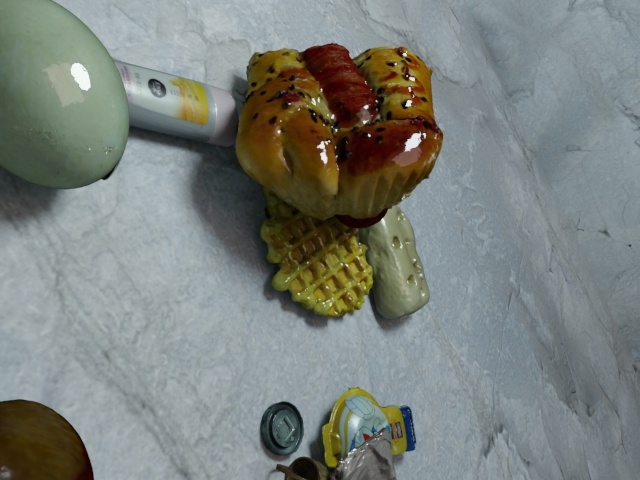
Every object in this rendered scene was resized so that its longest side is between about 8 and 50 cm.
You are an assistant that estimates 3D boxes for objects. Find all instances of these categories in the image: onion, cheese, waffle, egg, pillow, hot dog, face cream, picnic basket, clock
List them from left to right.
[{"bbox_3d":[-0.336,-0.180,0.630,0.253,0.187,0.186,60,39,-9],"label":"egg"},{"bbox_3d":[-0.252,-0.222,0.846,0.269,0.073,0.107,2,79,-51],"label":"face cream"},{"bbox_3d":[-0.062,0.306,0.855,0.085,0.017,0.085,25,54,-40],"label":"clock"},{"bbox_3d":[-0.032,0.369,0.816,0.083,0.072,0.072,44,43,-42],"label":"picnic basket"},{"bbox_3d":[-0.003,0.001,1.042,0.307,0.060,0.311,17,62,-45],"label":"waffle"},{"bbox_3d":[0.027,-0.203,0.926,0.196,0.368,0.365,92,1,-50],"label":"hot dog"},{"bbox_3d":[0.078,-0.087,1.030,0.131,0.131,0.131,25,55,-41],"label":"onion"},{"bbox_3d":[0.082,0.446,0.867,0.135,0.049,0.248,-16,104,-37],"label":"pillow"},{"bbox_3d":[0.096,0.360,0.971,0.271,0.069,0.176,12,65,-47],"label":"cheese"},{"bbox_3d":[0.168,0.040,1.190,0.159,0.093,0.262,-9,80,-57],"label":"cheese"}]

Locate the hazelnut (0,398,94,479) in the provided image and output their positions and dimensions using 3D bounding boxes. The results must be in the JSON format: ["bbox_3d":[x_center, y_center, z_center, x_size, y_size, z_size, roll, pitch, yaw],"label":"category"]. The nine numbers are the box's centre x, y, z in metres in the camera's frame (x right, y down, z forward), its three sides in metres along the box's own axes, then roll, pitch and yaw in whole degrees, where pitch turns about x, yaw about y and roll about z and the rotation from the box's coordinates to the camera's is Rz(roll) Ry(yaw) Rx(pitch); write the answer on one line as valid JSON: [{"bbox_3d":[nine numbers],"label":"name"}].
[{"bbox_3d":[-0.319,0.252,0.447,0.230,0.230,0.229,25,55,-41],"label":"hazelnut"}]
